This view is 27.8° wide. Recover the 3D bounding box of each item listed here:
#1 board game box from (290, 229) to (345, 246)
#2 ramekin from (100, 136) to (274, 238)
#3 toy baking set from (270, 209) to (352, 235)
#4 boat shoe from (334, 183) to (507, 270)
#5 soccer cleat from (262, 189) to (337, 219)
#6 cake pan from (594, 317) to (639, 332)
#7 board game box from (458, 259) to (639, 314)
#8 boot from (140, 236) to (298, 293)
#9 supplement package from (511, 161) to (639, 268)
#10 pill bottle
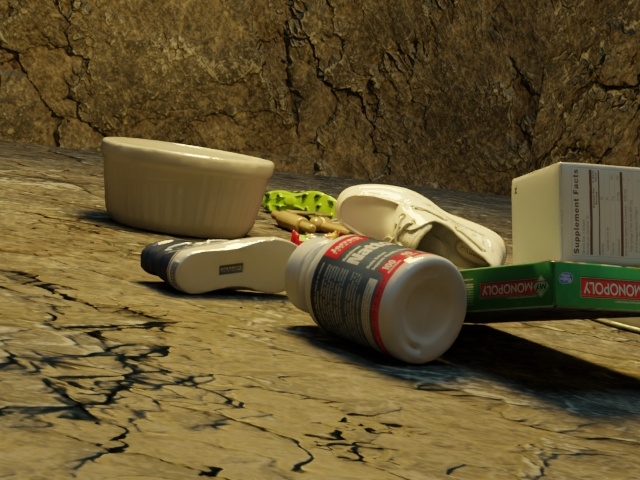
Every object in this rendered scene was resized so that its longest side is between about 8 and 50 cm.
[{"bbox_3d":[0.000,0.000,2.017,0.133,0.033,0.169,13,7,34],"label":"board game box"},{"bbox_3d":[-0.214,-0.082,2.028,0.273,0.127,0.273,8,6,-1],"label":"ramekin"},{"bbox_3d":[0.013,-0.024,2.297,0.197,0.030,0.256,8,6,-31],"label":"toy baking set"},{"bbox_3d":[0.148,-0.011,1.968,0.277,0.098,0.096,18,20,9],"label":"boat shoe"},{"bbox_3d":[-0.027,-0.069,2.492,0.179,0.060,0.072,9,4,29],"label":"soccer cleat"},{"bbox_3d":[0.495,0.094,1.769,0.293,0.054,0.293,9,6,-1],"label":"cake pan"},{"bbox_3d":[0.203,0.059,1.355,0.213,0.046,0.317,5,-8,-35],"label":"board game box"},{"bbox_3d":[-0.111,0.021,1.497,0.190,0.069,0.086,1,13,-40],"label":"boot"},{"bbox_3d":[0.302,-0.018,1.346,0.179,0.105,0.105,3,-8,-19],"label":"supplement package"},{"bbox_3d":[0.048,0.051,1.287,0.108,0.108,0.180,3,8,-40],"label":"pill bottle"}]
